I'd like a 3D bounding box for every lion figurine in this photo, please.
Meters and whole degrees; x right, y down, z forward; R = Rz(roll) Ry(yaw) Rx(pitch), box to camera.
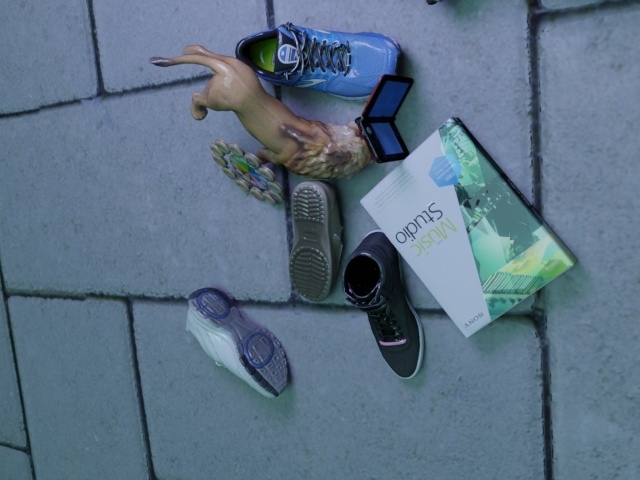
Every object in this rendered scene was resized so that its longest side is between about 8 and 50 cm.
[{"bbox_3d":[-0.101,-0.227,1.102,0.240,0.392,0.142,18,84,56],"label":"lion figurine"}]

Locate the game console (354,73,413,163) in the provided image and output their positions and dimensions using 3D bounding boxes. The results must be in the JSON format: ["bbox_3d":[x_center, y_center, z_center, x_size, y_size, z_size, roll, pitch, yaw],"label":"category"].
[{"bbox_3d":[0.130,-0.208,1.060,0.085,0.144,0.124,-28,85,31],"label":"game console"}]

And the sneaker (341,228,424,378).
[{"bbox_3d":[0.109,0.134,1.137,0.105,0.147,0.295,-10,96,28],"label":"sneaker"}]

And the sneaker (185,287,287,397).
[{"bbox_3d":[-0.188,0.237,1.363,0.297,0.111,0.129,44,133,19],"label":"sneaker"}]

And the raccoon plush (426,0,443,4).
[{"bbox_3d":[0.245,-0.584,0.910,0.299,0.216,0.446,23,103,31],"label":"raccoon plush"}]

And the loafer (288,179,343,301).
[{"bbox_3d":[0.000,0.000,1.208,0.102,0.092,0.268,19,124,24],"label":"loafer"}]

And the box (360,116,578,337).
[{"bbox_3d":[0.250,-0.020,1.080,0.232,0.058,0.322,-43,79,28],"label":"box"}]

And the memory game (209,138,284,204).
[{"bbox_3d":[-0.148,-0.135,1.230,0.186,0.186,0.012,28,70,22],"label":"memory game"}]

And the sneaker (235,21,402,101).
[{"bbox_3d":[-0.012,-0.323,1.116,0.330,0.147,0.129,9,104,27],"label":"sneaker"}]
